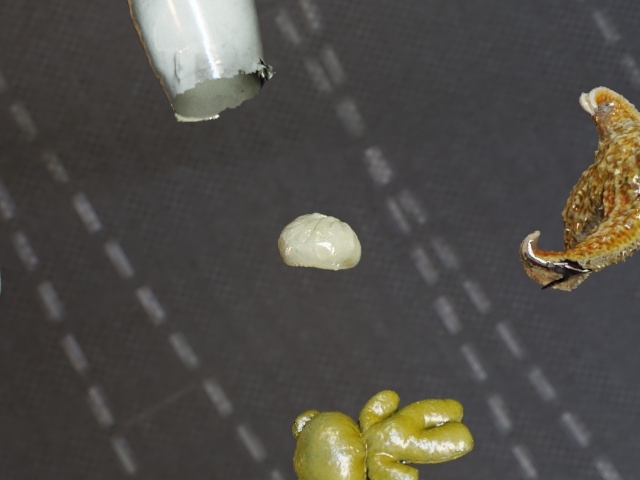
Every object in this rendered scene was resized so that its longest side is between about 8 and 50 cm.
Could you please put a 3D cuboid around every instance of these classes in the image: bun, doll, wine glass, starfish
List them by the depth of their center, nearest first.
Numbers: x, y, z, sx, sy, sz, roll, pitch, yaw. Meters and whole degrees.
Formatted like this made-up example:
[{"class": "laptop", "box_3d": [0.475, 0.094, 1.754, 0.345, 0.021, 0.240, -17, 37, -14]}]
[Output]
[{"class": "wine glass", "box_3d": [-0.116, -0.215, 1.719, 0.111, 0.111, 0.204, 124, 130, -63]}, {"class": "starfish", "box_3d": [0.278, -0.050, 1.766, 0.113, 0.303, 0.312, 44, 141, -11]}, {"class": "bun", "box_3d": [0.000, 0.000, 1.918, 0.086, 0.086, 0.055, 10, 97, 59]}, {"class": "doll", "box_3d": [0.072, 0.244, 2.244, 0.097, 0.209, 0.137, 82, 177, -56]}]
